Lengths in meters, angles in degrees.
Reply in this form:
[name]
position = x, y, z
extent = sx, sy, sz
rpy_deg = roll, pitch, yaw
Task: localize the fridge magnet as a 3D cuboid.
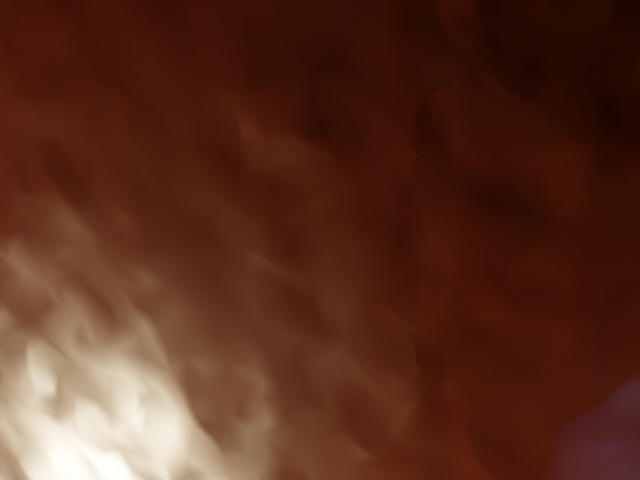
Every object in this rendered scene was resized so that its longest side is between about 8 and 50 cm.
[fridge magnet]
position = 0.000, 0.000, 0.450
extent = 0.155, 0.364, 0.363
rpy_deg = -42, -62, -43
